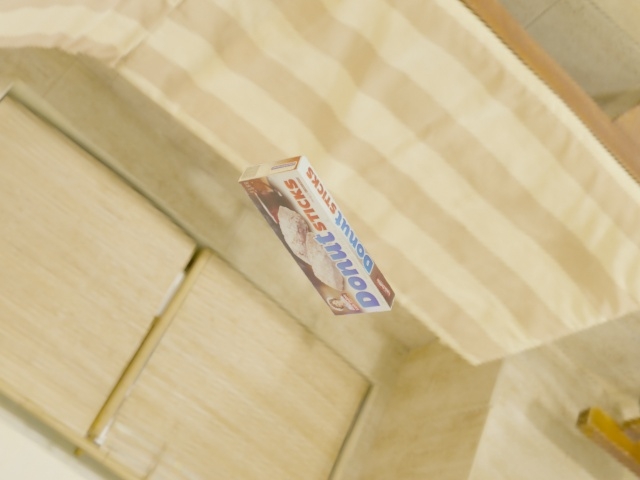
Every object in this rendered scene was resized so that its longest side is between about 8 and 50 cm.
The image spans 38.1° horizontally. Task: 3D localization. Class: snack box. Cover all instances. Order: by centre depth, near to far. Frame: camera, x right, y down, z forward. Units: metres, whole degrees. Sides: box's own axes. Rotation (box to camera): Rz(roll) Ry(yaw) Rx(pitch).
[{"bbox_3d":[0.000,0.000,0.825,0.064,0.022,0.178,-9,131,33],"label":"snack box"}]
